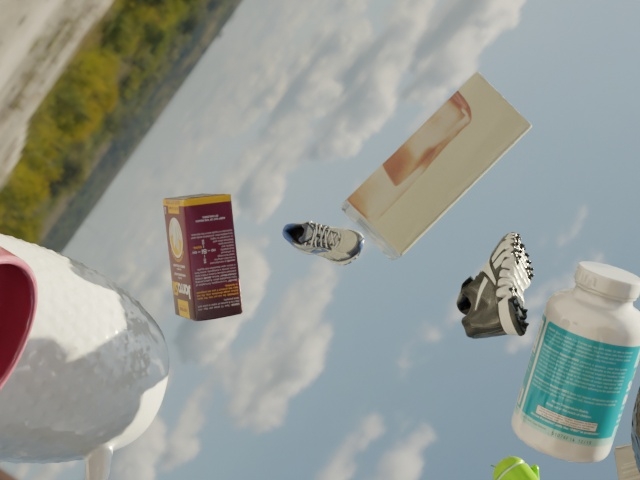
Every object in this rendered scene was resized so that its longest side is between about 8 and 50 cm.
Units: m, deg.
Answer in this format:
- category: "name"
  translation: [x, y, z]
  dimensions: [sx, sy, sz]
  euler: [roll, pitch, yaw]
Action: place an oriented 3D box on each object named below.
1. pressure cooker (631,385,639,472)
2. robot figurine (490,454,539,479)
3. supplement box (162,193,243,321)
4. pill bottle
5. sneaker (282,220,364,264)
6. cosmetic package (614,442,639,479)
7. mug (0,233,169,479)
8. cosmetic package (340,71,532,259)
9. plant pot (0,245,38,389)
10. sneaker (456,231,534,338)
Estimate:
- category: "pressure cooker"
  translation: [0.539, 0.247, 1.122]
  dimensions: [0.375, 0.370, 0.420]
  euler: [-45, -142, 9]
- category: "robot figurine"
  translation: [0.352, 0.432, 2.155]
  dimensions: [0.101, 0.115, 0.067]
  euler: [-20, 144, -27]
- category: "supplement box"
  translation: [-0.183, 0.024, 1.885]
  dimensions: [0.104, 0.080, 0.188]
  euler: [-175, -102, -65]
- category: "pill bottle"
  translation: [0.370, 0.167, 1.712]
  dimensions: [0.146, 0.146, 0.264]
  euler: [-93, -164, -75]
- category: "sneaker"
  translation: [0.000, 0.000, 1.690]
  dimensions: [0.135, 0.058, 0.052]
  euler: [5, -105, 42]
- category: "cosmetic package"
  translation: [0.474, 0.383, 1.588]
  dimensions: [0.107, 0.127, 0.238]
  euler: [-25, -124, 45]
- category: "mug"
  translation: [-0.366, 0.186, 1.516]
  dimensions: [0.276, 0.328, 0.374]
  euler: [-37, -133, 36]
- category: "cosmetic package"
  translation: [0.182, -0.116, 1.963]
  dimensions: [0.296, 0.129, 0.153]
  euler: [-44, 178, -6]
- category: "plant pot"
  translation: [-0.400, 0.067, 1.146]
  dimensions: [0.201, 0.180, 0.201]
  euler: [-55, 161, -29]
- category: "sneaker"
  translation: [0.249, 0.066, 1.773]
  dimensions: [0.106, 0.078, 0.234]
  euler: [-17, -153, 22]
